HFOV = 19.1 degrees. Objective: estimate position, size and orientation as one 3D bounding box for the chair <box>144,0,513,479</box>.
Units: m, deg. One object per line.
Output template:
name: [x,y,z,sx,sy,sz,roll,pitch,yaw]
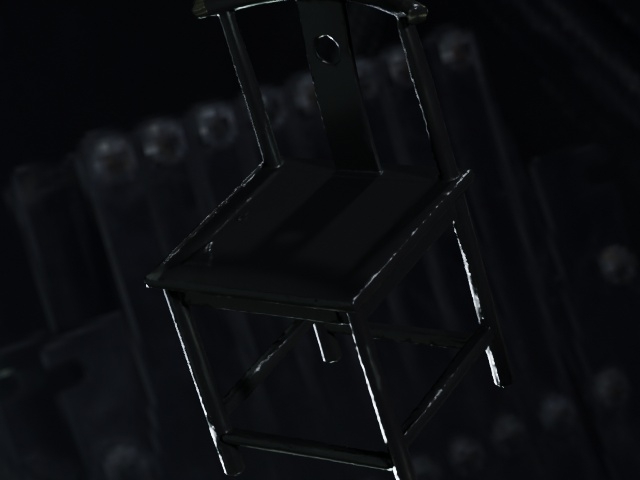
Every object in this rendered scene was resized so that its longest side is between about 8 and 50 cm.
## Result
chair: [0.000,0.000,1.061,0.154,0.141,0.260,5,-54,34]
